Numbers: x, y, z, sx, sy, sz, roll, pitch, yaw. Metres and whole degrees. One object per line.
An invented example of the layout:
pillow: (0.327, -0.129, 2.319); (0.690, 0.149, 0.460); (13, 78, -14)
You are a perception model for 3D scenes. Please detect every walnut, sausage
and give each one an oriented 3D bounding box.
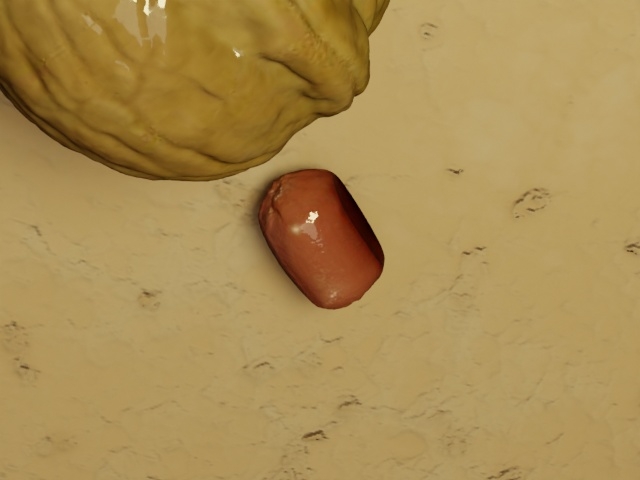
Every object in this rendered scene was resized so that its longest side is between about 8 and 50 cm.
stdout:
walnut: (-0.067, -0.139, 0.862); (0.228, 0.228, 0.228); (-4, 123, -7)
sausage: (0.000, 0.000, 1.047); (0.054, 0.059, 0.094); (-24, 126, 14)
